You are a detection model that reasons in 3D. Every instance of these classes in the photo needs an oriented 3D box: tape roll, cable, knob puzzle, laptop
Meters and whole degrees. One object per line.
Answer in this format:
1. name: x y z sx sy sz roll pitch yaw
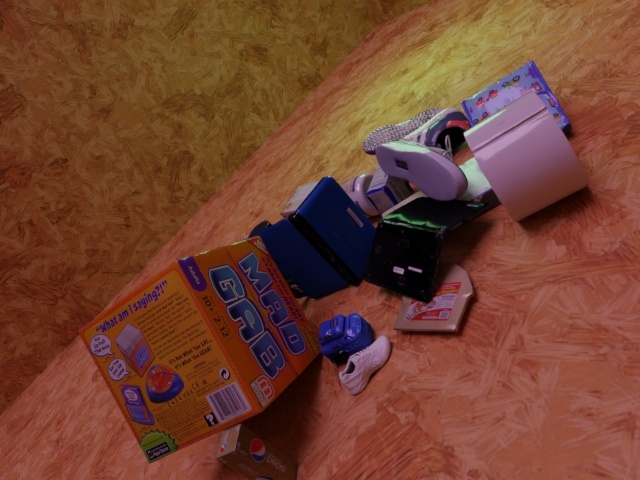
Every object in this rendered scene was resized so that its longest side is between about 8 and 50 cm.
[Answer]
1. tape roll: 0.457 -0.186 1.063 0.169 0.246 0.246 -31 28 25
2. cable: -0.096 0.111 1.493 0.047 0.184 0.151 -54 44 41
3. knob puzzle: 0.272 0.131 1.089 0.213 0.030 0.213 -34 27 20
4. laptop: 0.259 0.009 1.197 0.234 0.136 0.265 14 91 56

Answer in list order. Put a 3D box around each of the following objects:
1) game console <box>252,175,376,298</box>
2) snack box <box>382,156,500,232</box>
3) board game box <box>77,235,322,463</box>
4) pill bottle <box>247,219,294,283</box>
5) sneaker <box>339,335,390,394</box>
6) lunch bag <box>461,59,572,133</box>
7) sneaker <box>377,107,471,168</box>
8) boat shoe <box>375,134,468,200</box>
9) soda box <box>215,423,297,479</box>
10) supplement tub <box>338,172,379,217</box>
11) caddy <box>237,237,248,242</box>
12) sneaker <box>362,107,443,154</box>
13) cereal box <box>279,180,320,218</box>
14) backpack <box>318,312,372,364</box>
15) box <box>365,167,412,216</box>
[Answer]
1. game console: 0.000 0.000 1.377 0.250 0.293 0.173 -53 27 -20
2. snack box: 0.324 -0.089 1.317 0.322 0.060 0.187 -32 27 22
3. board game box: -0.278 0.248 1.176 0.356 0.356 0.356 -31 -3 23
4. pill bottle: -0.139 0.038 1.603 0.122 0.219 0.123 -33 27 20
5. sneaker: 0.103 0.275 1.077 0.152 0.061 0.053 -50 24 -16
6. lunch bag: 0.548 -0.321 1.313 0.221 0.138 0.293 -28 42 27
7. sneaker: 0.333 -0.273 1.523 0.350 0.131 0.148 -41 40 21
8. boat shoe: 0.314 -0.220 1.323 0.156 0.136 0.367 -26 28 -15
9. soda box: -0.129 0.460 0.984 0.058 0.181 0.061 -31 28 24
10. supplement tub: 0.106 -0.134 1.601 0.199 0.144 0.144 -16 36 43
11. caddy: -0.331 0.131 1.785 0.341 0.179 0.241 -28 11 0
12. sneaker: 0.297 -0.334 1.629 0.293 0.146 0.102 -19 48 10
13. cereal box: -0.056 -0.176 2.014 0.240 0.047 0.173 -4 46 53
14. backpack: 0.061 0.234 1.156 0.120 0.101 0.098 -26 37 25
15. box: 0.220 -0.151 1.488 0.072 0.126 0.137 -17 36 40
